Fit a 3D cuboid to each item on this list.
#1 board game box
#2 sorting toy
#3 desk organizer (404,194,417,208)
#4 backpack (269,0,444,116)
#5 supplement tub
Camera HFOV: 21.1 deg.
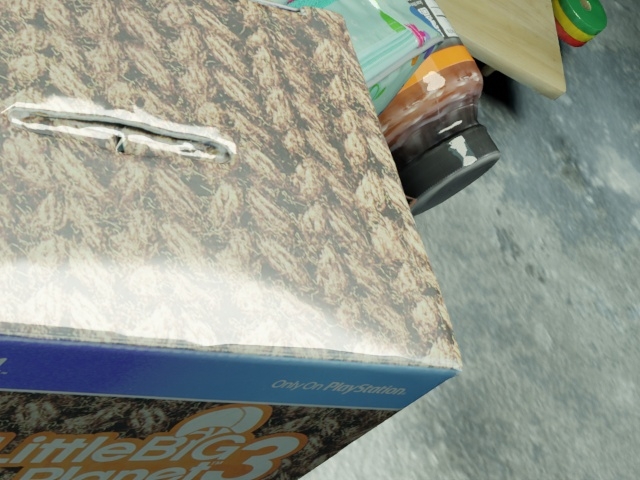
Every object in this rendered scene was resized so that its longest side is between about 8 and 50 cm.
[{"bbox_3d":[-0.145,0.041,0.573,0.232,0.291,0.141,8,55,-42],"label":"board game box"},{"bbox_3d":[0.095,-0.169,1.199,0.275,0.046,0.132,24,45,-32],"label":"sorting toy"},{"bbox_3d":[0.000,0.000,0.956,0.047,0.050,0.130,49,37,-3],"label":"desk organizer"},{"bbox_3d":[-0.083,-0.086,0.798,0.191,0.225,0.253,53,32,8],"label":"backpack"},{"bbox_3d":[0.027,-0.113,1.034,0.106,0.106,0.198,-20,76,-52],"label":"supplement tub"}]
